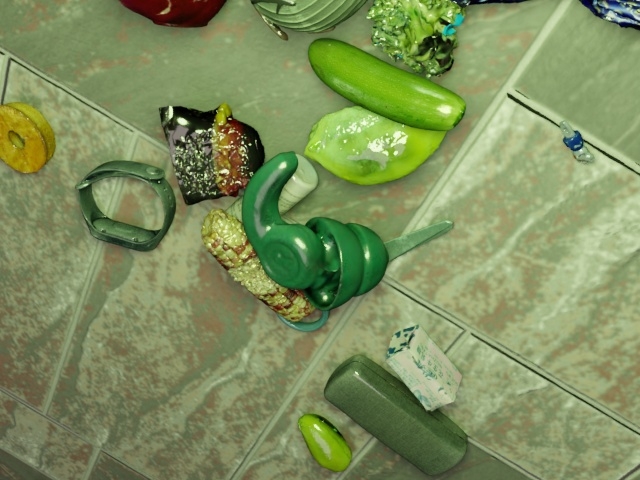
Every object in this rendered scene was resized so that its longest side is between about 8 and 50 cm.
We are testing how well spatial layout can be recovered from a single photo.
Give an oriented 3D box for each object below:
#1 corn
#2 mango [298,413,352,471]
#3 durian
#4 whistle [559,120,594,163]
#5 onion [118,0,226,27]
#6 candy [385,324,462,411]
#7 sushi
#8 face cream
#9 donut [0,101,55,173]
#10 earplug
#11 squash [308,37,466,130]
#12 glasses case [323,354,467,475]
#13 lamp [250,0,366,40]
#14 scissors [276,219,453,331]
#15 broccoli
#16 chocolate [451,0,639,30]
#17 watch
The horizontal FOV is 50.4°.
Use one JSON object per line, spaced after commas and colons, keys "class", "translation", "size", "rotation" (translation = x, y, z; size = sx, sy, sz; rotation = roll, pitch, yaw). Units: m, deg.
{"class": "corn", "translation": [-0.114, 0.049, 1.281], "size": [0.098, 0.098, 0.290], "rotation": [-26, 126, 31]}
{"class": "mango", "translation": [0.007, 0.473, 1.582], "size": [0.091, 0.074, 0.165], "rotation": [-35, 104, 35]}
{"class": "durian", "translation": [0.096, -0.163, 1.143], "size": [0.250, 0.101, 0.139], "rotation": [0, 119, 15]}
{"class": "whistle", "translation": [0.405, -0.156, 1.078], "size": [0.083, 0.029, 0.033], "rotation": [50, 155, -18]}
{"class": "onion", "translation": [-0.245, -0.437, 1.044], "size": [0.216, 0.207, 0.206], "rotation": [17, 121, 17]}
{"class": "candy", "translation": [0.207, 0.258, 1.367], "size": [0.073, 0.092, 0.160], "rotation": [-33, 103, 34]}
{"class": "sushi", "translation": [-0.182, -0.159, 1.226], "size": [0.150, 0.153, 0.172], "rotation": [-8, 96, 4]}
{"class": "face cream", "translation": [-0.120, -0.061, 1.298], "size": [0.269, 0.082, 0.082], "rotation": [-36, 103, 34]}
{"class": "donut", "translation": [-0.612, -0.215, 1.397], "size": [0.151, 0.058, 0.152], "rotation": [10, 124, 15]}
{"class": "earplug", "translation": [-0.003, -0.004, 1.209], "size": [0.280, 0.258, 0.164], "rotation": [5, 164, -29]}
{"class": "squash", "translation": [0.096, -0.241, 1.072], "size": [0.292, 0.082, 0.082], "rotation": [31, 128, 23]}
{"class": "glasses case", "translation": [0.163, 0.378, 1.466], "size": [0.323, 0.074, 0.131], "rotation": [38, 124, -5]}
{"class": "lamp", "translation": [-0.008, -0.421, 0.953], "size": [0.233, 0.233, 0.266], "rotation": [4, 100, 18]}
{"class": "scissors", "translation": [0.064, 0.051, 1.330], "size": [0.447, 0.029, 0.193], "rotation": [-25, 109, 31]}
{"class": "broccoli", "translation": [0.144, -0.313, 1.000], "size": [0.154, 0.160, 0.167], "rotation": [2, 133, -9]}
{"class": "chocolate", "translation": [0.314, -0.365, 0.932], "size": [0.343, 0.149, 0.126], "rotation": [9, 167, 13]}
{"class": "watch", "translation": [-0.403, -0.077, 1.403], "size": [0.206, 0.068, 0.193], "rotation": [18, 121, 5]}
